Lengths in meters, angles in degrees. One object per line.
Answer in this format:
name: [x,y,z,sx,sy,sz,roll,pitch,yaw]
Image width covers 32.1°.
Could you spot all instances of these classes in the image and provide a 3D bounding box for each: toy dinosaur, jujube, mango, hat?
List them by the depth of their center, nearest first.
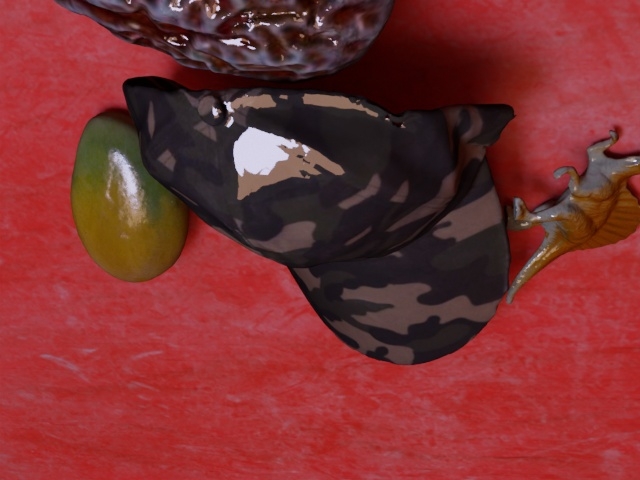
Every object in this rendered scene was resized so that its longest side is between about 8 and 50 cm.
jujube: [-0.088,-0.249,0.878,0.317,0.226,0.226,14,131,4]
hat: [0.000,0.000,1.025,0.366,0.257,0.381,5,120,33]
toy dinosaur: [0.251,-0.023,1.069,0.142,0.057,0.212,-1,140,1]
mango: [-0.204,-0.044,1.179,0.130,0.092,0.194,-1,119,22]
